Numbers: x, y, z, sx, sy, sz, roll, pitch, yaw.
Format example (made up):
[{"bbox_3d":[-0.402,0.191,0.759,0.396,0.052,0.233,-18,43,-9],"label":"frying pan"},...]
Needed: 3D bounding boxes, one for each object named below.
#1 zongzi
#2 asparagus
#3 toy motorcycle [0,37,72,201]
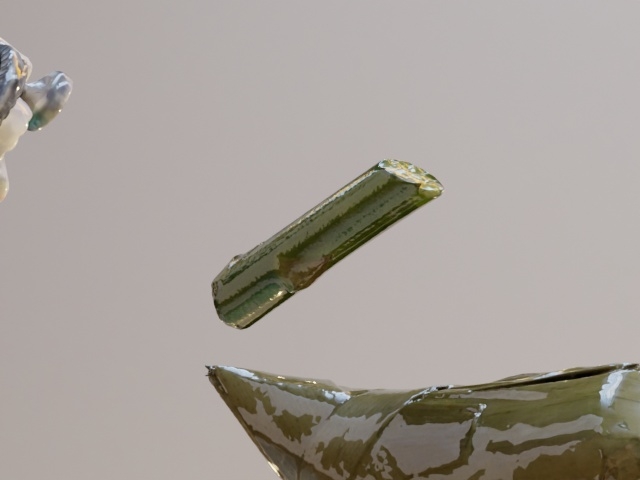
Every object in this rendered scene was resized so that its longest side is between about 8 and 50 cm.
[{"bbox_3d":[0.133,0.174,1.443,0.467,0.218,0.500,37,-44,1],"label":"zongzi"},{"bbox_3d":[-0.002,-0.001,1.314,0.277,0.060,0.067,-36,-165,36],"label":"asparagus"},{"bbox_3d":[-0.242,-0.066,0.839,0.171,0.110,0.260,-52,-149,0],"label":"toy motorcycle"}]
